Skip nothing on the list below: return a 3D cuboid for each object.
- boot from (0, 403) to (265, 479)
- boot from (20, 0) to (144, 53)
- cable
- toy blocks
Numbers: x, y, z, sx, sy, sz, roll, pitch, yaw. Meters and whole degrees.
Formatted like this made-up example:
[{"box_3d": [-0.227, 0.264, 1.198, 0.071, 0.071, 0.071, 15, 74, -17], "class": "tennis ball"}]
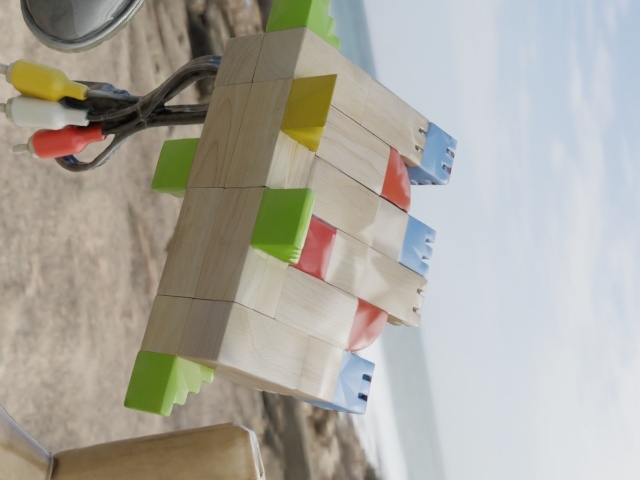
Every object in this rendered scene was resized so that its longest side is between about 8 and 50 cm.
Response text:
[{"box_3d": [-0.193, 0.196, 0.988, 0.089, 0.269, 0.236, -96, 178, -47], "class": "boot"}, {"box_3d": [-0.106, -0.203, 0.555, 0.190, 0.076, 0.208, -60, -176, -7], "class": "boot"}, {"box_3d": [-0.205, -0.122, 1.109, 0.072, 0.287, 0.140, -54, 141, -50], "class": "cable"}, {"box_3d": [0.000, 0.000, 0.982, 0.261, 0.190, 0.382, 29, 70, -45], "class": "toy blocks"}]
